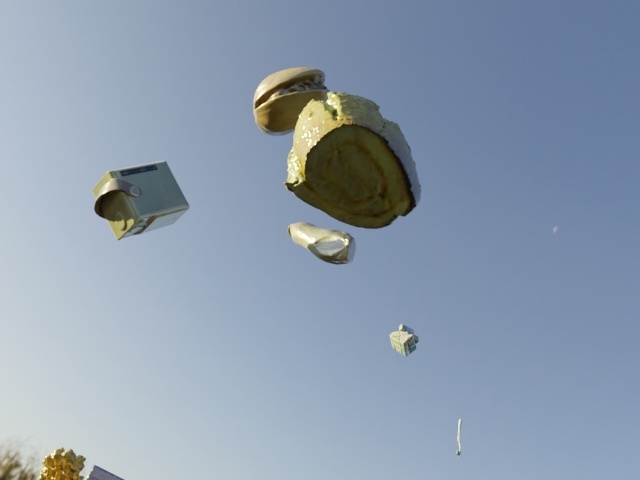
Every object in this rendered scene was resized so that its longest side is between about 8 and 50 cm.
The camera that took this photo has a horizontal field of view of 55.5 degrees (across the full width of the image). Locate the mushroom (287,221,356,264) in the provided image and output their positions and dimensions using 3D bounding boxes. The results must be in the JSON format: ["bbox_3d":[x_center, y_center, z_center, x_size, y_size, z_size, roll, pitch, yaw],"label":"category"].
[{"bbox_3d":[-0.002,0.000,1.826,0.109,0.097,0.351,-2,15,-33],"label":"mushroom"}]

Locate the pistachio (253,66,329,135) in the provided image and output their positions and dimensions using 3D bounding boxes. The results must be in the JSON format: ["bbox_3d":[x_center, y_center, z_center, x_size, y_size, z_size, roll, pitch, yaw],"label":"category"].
[{"bbox_3d":[-0.064,-0.279,1.225,0.185,0.124,0.124,-17,-50,27],"label":"pistachio"}]

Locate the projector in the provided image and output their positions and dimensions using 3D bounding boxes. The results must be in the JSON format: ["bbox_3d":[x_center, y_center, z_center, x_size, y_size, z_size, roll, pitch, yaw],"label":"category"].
[{"bbox_3d":[-0.539,-0.119,1.802,0.163,0.243,0.177,-34,-99,40],"label":"projector"}]

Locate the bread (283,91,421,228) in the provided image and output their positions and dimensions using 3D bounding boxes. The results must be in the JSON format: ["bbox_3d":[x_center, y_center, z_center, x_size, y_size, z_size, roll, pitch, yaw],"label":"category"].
[{"bbox_3d":[0.059,-0.122,1.026,0.186,0.124,0.257,-31,-51,27],"label":"bread"}]

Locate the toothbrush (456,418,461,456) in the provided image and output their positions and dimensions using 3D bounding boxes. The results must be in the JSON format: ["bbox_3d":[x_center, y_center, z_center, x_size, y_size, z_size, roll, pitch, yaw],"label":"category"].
[{"bbox_3d":[0.404,0.572,1.770,0.013,0.131,0.011,30,-55,-5],"label":"toothbrush"}]

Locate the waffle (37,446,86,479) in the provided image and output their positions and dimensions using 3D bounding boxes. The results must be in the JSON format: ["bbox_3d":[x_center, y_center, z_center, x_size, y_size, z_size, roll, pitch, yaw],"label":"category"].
[{"bbox_3d":[-0.584,0.565,1.402,0.160,0.046,0.192,46,-63,9],"label":"waffle"}]

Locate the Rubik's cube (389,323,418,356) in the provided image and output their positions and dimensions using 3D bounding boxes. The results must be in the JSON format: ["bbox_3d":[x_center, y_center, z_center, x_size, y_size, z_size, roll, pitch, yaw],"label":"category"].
[{"bbox_3d":[0.253,0.293,1.825,0.084,0.073,0.075,41,-27,33],"label":"Rubik's cube"}]

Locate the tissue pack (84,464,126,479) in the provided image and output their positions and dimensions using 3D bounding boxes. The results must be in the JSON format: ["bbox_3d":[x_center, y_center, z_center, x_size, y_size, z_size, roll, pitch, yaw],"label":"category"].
[{"bbox_3d":[-0.537,0.651,1.560,0.155,0.065,0.115,29,-49,-8],"label":"tissue pack"}]
